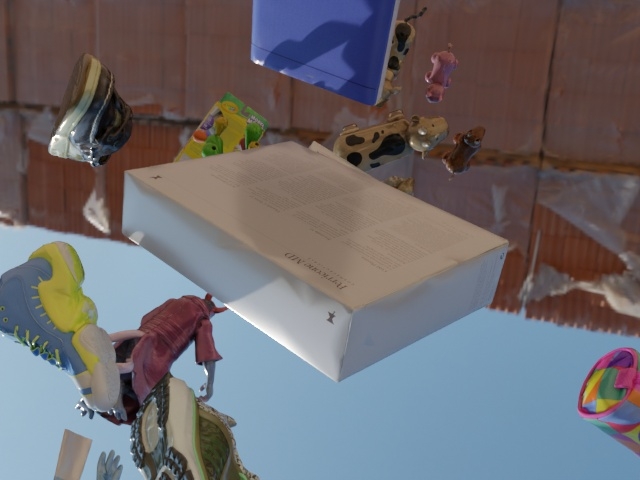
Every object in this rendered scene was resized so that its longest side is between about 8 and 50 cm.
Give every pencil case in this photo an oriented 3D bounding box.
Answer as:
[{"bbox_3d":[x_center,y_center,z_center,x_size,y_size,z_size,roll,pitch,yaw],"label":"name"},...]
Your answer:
[{"bbox_3d":[0.404,0.217,0.833,0.236,0.104,0.104,32,-163,-5],"label":"pencil case"}]

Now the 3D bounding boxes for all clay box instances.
[{"bbox_3d":[-0.231,-0.217,1.720,0.127,0.222,0.053,36,-177,-17],"label":"clay box"}]

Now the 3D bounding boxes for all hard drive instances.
[{"bbox_3d":[0.008,-0.355,1.020,0.210,0.318,0.040,23,-132,14],"label":"hard drive"}]

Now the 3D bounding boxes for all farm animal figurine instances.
[{"bbox_3d":[0.153,-0.227,1.453,0.327,0.330,0.172,-34,-169,15],"label":"farm animal figurine"}]

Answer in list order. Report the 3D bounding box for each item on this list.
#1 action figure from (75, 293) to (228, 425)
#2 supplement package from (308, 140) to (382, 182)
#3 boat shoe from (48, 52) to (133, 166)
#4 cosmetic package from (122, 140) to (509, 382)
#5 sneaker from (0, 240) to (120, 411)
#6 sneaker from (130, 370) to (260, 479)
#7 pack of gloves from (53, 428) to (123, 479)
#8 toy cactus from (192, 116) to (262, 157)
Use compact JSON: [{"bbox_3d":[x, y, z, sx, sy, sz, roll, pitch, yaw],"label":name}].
[{"bbox_3d":[-0.332,0.194,1.501,0.248,0.275,0.370,22,-134,28],"label":"action figure"},{"bbox_3d":[0.000,0.000,1.295,0.198,0.199,0.262,31,-149,-7],"label":"supplement package"},{"bbox_3d":[-0.152,-0.084,0.512,0.049,0.056,0.152,19,170,-21],"label":"boat shoe"},{"bbox_3d":[-0.013,-0.004,0.905,0.377,0.097,0.285,29,-150,36],"label":"cosmetic package"},{"bbox_3d":[-0.340,0.121,0.947,0.126,0.091,0.240,-22,-117,-7],"label":"sneaker"},{"bbox_3d":[-0.150,0.351,1.064,0.182,0.158,0.410,22,-158,-28],"label":"sneaker"},{"bbox_3d":[-0.464,0.518,1.504,0.046,0.232,0.195,-7,147,23],"label":"pack of gloves"},{"bbox_3d":[-0.159,-0.089,1.230,0.112,0.180,0.218,8,-123,31],"label":"toy cactus"}]
